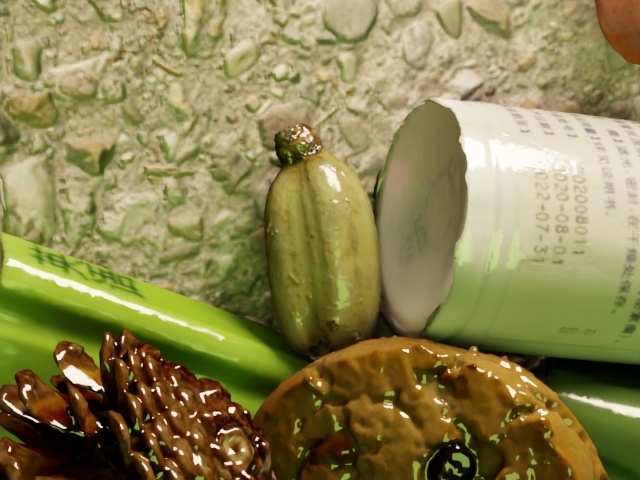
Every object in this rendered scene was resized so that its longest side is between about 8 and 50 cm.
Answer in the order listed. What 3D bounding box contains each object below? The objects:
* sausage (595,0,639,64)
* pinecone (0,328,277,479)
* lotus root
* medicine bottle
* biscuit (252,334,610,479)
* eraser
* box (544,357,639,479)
[{"bbox_3d":[0.268,-0.262,1.490,0.113,0.113,0.259,2,108,-17],"label":"sausage"},{"bbox_3d":[-0.167,0.206,1.376,0.292,0.246,0.246,-38,117,17],"label":"pinecone"},{"bbox_3d":[0.001,0.000,1.516,0.090,0.077,0.183,-8,91,24],"label":"lotus root"},{"bbox_3d":[0.224,0.000,1.530,0.332,0.190,0.190,6,108,-18],"label":"medicine bottle"},{"bbox_3d":[0.072,0.207,1.450,0.296,0.075,0.296,4,102,17],"label":"biscuit"},{"bbox_3d":[-0.157,0.135,1.525,0.274,0.092,0.210,19,104,-20],"label":"eraser"},{"bbox_3d":[0.220,0.243,1.580,0.177,0.253,0.329,21,99,10],"label":"box"}]
